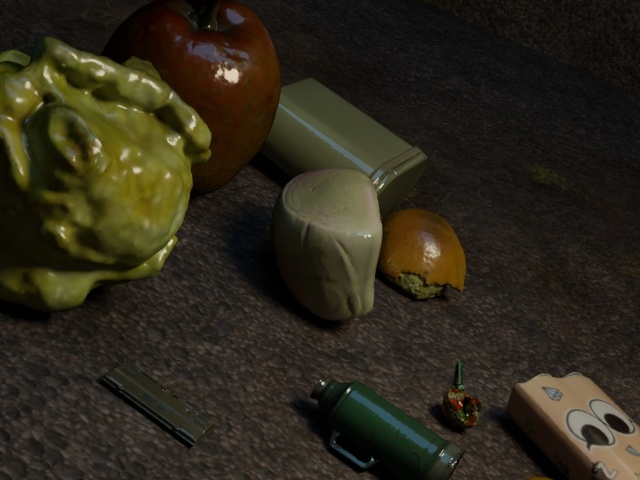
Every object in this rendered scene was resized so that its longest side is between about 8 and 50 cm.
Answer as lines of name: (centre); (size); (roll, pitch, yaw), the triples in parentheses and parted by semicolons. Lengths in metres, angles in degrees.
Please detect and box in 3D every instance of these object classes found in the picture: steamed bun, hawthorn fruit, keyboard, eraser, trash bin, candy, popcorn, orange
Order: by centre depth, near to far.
keyboard: (-0.177, 0.178, 1.414); (0.129, 0.015, 0.049); (34, 30, 11)
popcorn: (-0.288, -0.089, 1.477); (0.312, 0.312, 0.312); (23, 25, -11)
eraser: (0.384, 0.294, 1.677); (0.171, 0.087, 0.290); (2, 35, -42)
candy: (0.186, 0.198, 1.726); (0.055, 0.049, 0.184); (57, 13, -11)
steamed bun: (0.000, 0.000, 1.770); (0.153, 0.170, 0.238); (1, 26, -3)
hawthorn fruit: (-0.180, -0.226, 1.843); (0.268, 0.301, 0.268); (22, 32, -15)
orange: (0.150, 0.012, 1.964); (0.170, 0.112, 0.160); (25, 23, 22)
trash bin: (0.026, -0.147, 2.095); (0.247, 0.121, 0.243); (38, 27, 12)

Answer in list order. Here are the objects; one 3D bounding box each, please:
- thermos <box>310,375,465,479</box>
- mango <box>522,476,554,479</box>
thermos: (0.070, 0.228, 1.514); (0.188, 0.083, 0.073); (33, 4, 15)
mango: (0.253, 0.341, 1.460); (0.102, 0.085, 0.184); (24, 30, -7)
